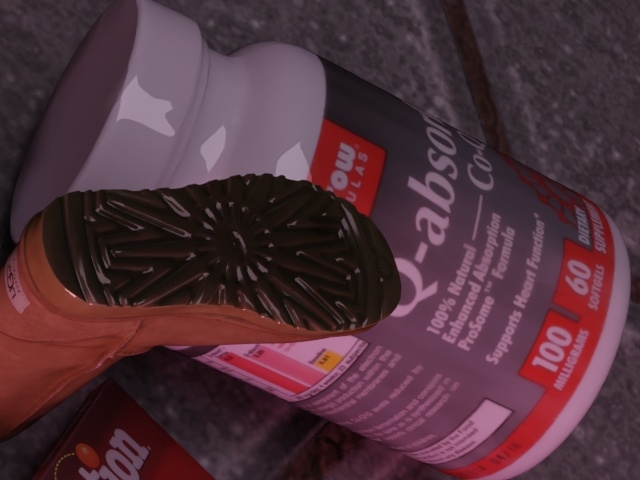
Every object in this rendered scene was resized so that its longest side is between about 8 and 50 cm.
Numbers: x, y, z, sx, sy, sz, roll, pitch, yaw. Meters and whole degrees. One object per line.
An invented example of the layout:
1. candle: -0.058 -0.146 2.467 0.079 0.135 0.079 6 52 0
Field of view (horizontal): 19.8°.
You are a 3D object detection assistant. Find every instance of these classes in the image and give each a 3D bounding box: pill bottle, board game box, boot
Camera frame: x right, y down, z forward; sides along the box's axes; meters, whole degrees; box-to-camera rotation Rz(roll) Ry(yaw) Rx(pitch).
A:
1. pill bottle: 0.000 0.000 1.175 0.363 0.210 0.210 26 57 -22
2. board game box: -0.119 0.195 1.042 0.145 0.027 0.281 44 24 -8
3. boot: -0.122 0.051 1.032 0.236 0.269 0.089 7 63 -33
